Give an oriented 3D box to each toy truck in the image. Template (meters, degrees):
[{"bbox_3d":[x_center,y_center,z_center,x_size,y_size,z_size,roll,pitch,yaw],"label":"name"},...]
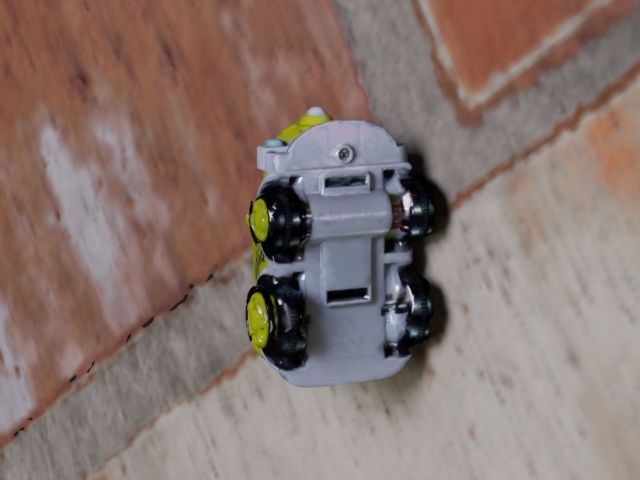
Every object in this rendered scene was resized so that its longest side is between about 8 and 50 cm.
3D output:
[{"bbox_3d":[0.000,0.000,0.733,0.077,0.076,0.111,-159,67,-66],"label":"toy truck"}]
